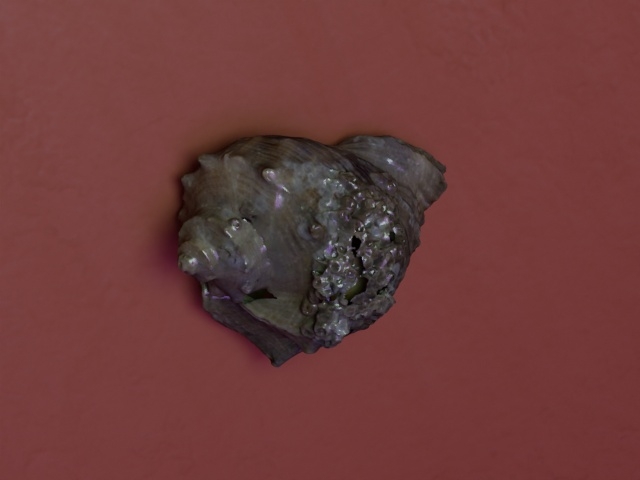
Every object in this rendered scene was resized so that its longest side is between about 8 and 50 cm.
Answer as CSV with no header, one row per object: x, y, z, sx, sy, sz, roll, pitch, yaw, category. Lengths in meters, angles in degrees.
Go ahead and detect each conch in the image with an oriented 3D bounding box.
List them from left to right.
0.000,0.000,1.366,0.245,0.163,0.178,-22,150,-35,conch
